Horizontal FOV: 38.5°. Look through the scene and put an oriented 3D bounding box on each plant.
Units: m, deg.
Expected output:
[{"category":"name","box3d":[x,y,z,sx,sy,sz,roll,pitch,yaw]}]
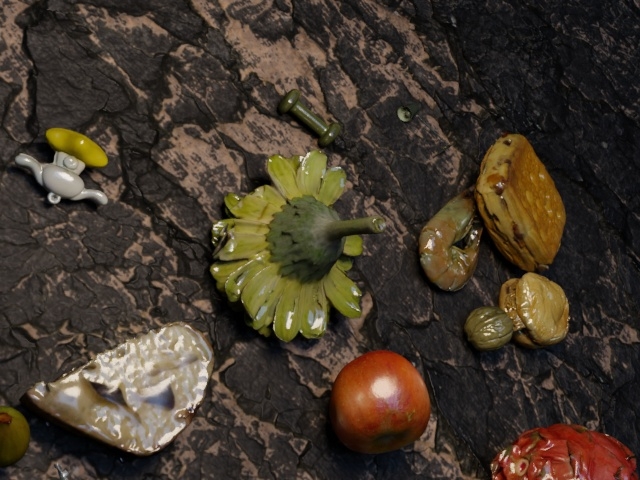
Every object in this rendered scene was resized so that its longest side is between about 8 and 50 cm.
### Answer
[{"category":"plant","box3d":[-0.045,0.006,1.425,0.261,0.297,0.306,-6,87,-4]}]

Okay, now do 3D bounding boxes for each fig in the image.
[{"category":"fig","box3d":[-0.397,0.239,1.137,0.074,0.088,0.074,15,45,-16]}]

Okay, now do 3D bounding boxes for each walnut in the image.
[{"category":"walnut","box3d":[0.304,0.159,1.656,0.092,0.092,0.092,15,61,-28]}]

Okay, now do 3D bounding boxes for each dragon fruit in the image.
[{"category":"dragon fruit","box3d":[0.407,0.415,1.516,0.252,0.241,0.241,25,52,-56]}]

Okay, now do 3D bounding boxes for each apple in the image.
[{"category":"apple","box3d":[0.090,0.250,1.421,0.163,0.163,0.139,9,50,-31]}]

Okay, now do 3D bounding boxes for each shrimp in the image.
[{"category":"shrimp","box3d":[0.263,-0.011,1.721,0.145,0.061,0.267,52,44,-18]}]

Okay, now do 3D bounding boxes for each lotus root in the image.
[{"category":"lotus root","box3d":[-0.255,0.213,1.257,0.261,0.074,0.170,-33,92,-39]}]

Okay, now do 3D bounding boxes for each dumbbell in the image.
[{"category":"dumbbell","box3d":[-0.020,-0.218,1.631,0.118,0.046,0.052,39,58,-14]}]

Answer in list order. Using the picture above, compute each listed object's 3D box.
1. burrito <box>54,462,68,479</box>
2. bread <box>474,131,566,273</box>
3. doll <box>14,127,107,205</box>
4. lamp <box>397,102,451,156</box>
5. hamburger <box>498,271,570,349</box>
[{"category":"burrito","box3d":[-0.254,0.484,1.110,0.139,0.101,0.445,-9,73,-21]},{"category":"bread","box3d":[0.381,-0.068,1.770,0.235,0.099,0.210,55,39,-22]},{"category":"doll","box3d":[-0.362,-0.101,1.336,0.135,0.071,0.113,49,59,-11]},{"category":"lamp","box3d":[0.205,-0.222,1.796,0.121,0.041,0.054,51,42,1]},{"category":"hamburger","box3d":[0.405,0.136,1.734,0.147,0.083,0.138,21,55,-27]}]
